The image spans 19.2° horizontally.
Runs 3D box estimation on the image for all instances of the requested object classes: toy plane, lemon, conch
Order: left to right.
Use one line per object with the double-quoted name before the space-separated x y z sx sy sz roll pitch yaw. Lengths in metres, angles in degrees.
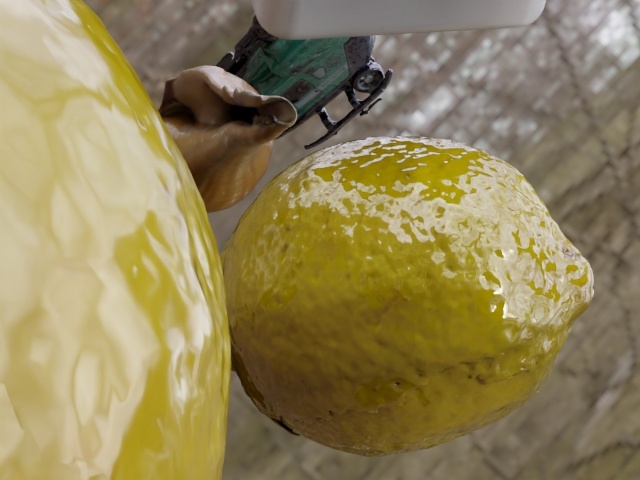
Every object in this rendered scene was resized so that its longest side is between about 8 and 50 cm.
"lemon" -0.162 0.041 0.488 0.297 0.297 0.297 38 -18 15
"conch" -0.069 -0.080 1.478 0.093 0.109 0.330 12 -10 -25
"toy plane" 0.011 -0.209 1.843 0.155 0.382 0.106 23 36 -48
"lemon" 0.044 0.035 1.201 0.260 0.204 0.204 -10 -45 23

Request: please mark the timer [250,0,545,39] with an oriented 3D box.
"timer" 0.045 -0.261 1.197 0.195 0.194 0.192 99 -21 -43
